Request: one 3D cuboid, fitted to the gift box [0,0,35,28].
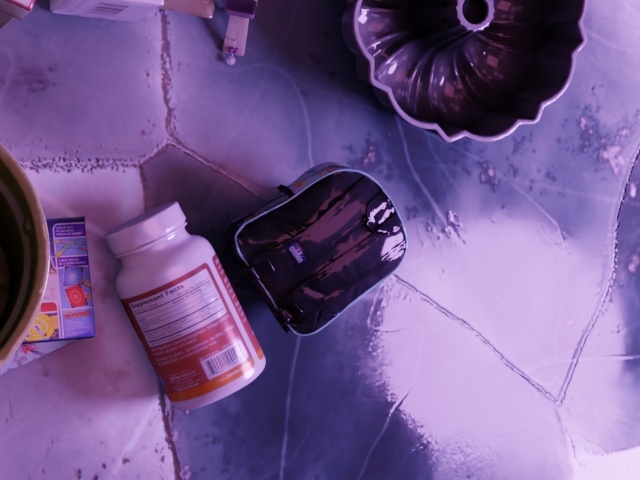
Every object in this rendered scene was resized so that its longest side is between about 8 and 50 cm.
[{"bbox_3d":[-0.398,-0.353,1.300,0.276,0.258,0.255,18,79,-26],"label":"gift box"}]

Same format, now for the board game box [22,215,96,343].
[{"bbox_3d":[-0.350,0.047,1.411,0.201,0.035,0.136,-3,83,-24],"label":"board game box"}]

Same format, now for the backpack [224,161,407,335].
[{"bbox_3d":[0.000,0.000,1.540,0.188,0.144,0.166,-34,101,-1],"label":"backpack"}]

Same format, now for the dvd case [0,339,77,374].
[{"bbox_3d":[-0.331,0.092,1.444,0.119,0.013,0.087,-24,98,-24],"label":"dvd case"}]

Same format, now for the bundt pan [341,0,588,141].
[{"bbox_3d":[0.167,-0.289,1.645,0.330,0.124,0.331,-3,97,-21],"label":"bundt pan"}]

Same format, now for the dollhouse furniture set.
[{"bbox_3d":[-0.137,-0.264,1.568,0.114,0.091,0.081,11,124,-5],"label":"dollhouse furniture set"}]

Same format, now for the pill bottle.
[{"bbox_3d":[-0.157,0.072,1.475,0.121,0.121,0.216,-29,99,-26],"label":"pill bottle"}]

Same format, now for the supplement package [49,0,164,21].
[{"bbox_3d":[-0.239,-0.348,1.466,0.105,0.105,0.179,3,85,-27],"label":"supplement package"}]

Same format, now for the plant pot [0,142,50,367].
[{"bbox_3d":[-0.392,0.029,1.235,0.276,0.254,0.276,1,82,-10],"label":"plant pot"}]
